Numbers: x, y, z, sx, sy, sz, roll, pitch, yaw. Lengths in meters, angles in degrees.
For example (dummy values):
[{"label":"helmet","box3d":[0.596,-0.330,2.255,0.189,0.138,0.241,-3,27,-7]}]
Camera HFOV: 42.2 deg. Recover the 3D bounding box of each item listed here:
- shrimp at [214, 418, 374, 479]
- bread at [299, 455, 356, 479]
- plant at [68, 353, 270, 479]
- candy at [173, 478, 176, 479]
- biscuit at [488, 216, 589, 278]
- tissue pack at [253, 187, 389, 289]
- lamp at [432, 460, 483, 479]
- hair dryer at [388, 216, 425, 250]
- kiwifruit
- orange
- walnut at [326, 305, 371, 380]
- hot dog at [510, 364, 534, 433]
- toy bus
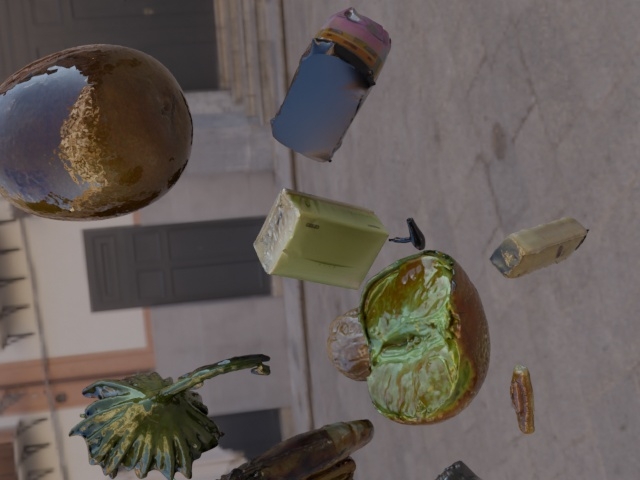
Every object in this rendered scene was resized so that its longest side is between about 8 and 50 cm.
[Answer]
[{"label":"shrimp","box3d":[-0.058,0.407,1.491,0.233,0.364,0.071,-50,61,47]},{"label":"bread","box3d":[-0.068,0.604,1.972,0.192,0.314,0.370,59,153,11]},{"label":"plant","box3d":[-0.241,0.222,1.256,0.333,0.251,0.180,114,147,-41]},{"label":"candy","box3d":[-0.237,0.486,1.518,0.184,0.049,0.056,35,129,53]},{"label":"biscuit","box3d":[0.310,0.006,1.164,0.052,0.188,0.056,51,130,23]},{"label":"tissue pack","box3d":[0.000,0.000,1.734,0.159,0.234,0.125,-62,35,23]},{"label":"lamp","box3d":[0.023,0.322,0.811,0.314,0.182,0.182,-53,10,-3]},{"label":"hair dryer","box3d":[0.172,-0.011,1.710,0.079,0.083,0.031,61,-141,-31]},{"label":"kiwifruit","box3d":[-0.260,-0.114,0.911,0.196,0.233,0.196,-9,-90,-73]},{"label":"orange","box3d":[0.202,0.189,1.608,0.196,0.262,0.335,18,-125,-55]},{"label":"walnut","box3d":[0.114,0.254,2.066,0.213,0.213,0.213,174,90,-81]},{"label":"hot dog","box3d":[0.356,0.283,1.469,0.044,0.028,0.137,31,138,56]},{"label":"toy bus","box3d":[0.023,-0.341,1.794,0.162,0.171,0.386,-65,5,-27]}]
